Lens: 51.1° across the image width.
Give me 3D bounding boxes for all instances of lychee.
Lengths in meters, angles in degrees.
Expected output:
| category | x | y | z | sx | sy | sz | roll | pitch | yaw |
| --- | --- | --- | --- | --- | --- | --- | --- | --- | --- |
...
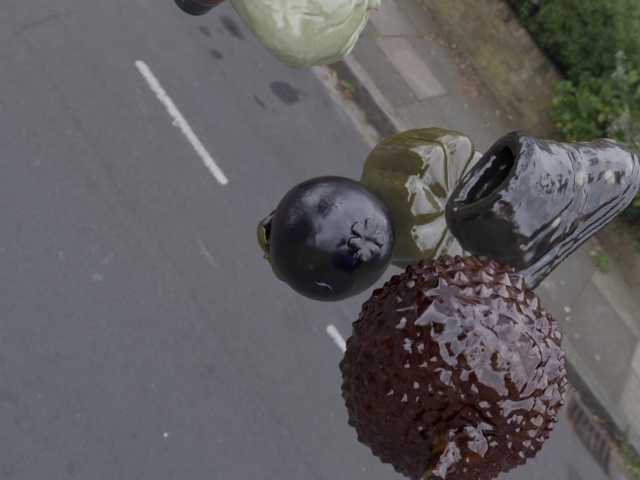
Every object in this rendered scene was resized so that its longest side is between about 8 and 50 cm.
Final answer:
| category | x | y | z | sx | sy | sz | roll | pitch | yaw |
| --- | --- | --- | --- | --- | --- | --- | --- | --- | --- |
| lychee | 0.151 | 0.156 | 0.775 | 0.264 | 0.264 | 0.300 | 40 | 39 | -17 |

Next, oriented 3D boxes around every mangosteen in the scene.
| category | x | y | z | sx | sy | sz | roll | pitch | yaw |
| --- | --- | --- | --- | --- | --- | --- | --- | --- | --- |
| mangosteen | 0.000 | 0.000 | 1.002 | 0.194 | 0.230 | 0.194 | 5 | 82 | -38 |

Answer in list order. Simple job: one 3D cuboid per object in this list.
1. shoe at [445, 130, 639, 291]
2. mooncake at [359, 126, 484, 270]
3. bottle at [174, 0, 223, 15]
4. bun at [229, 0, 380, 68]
| category | x | y | z | sx | sy | sz | roll | pitch | yaw |
| --- | --- | --- | --- | --- | --- | --- | --- | --- | --- |
| shoe | 0.396 | -0.097 | 1.196 | 0.237 | 0.384 | 0.171 | 56 | -12 | -27 |
| mooncake | 0.282 | -0.097 | 1.692 | 0.378 | 0.201 | 0.378 | -8 | 105 | -33 |
| bottle | -0.215 | -0.571 | 1.346 | 0.144 | 0.336 | 0.144 | 5 | 79 | -27 |
| bun | -0.024 | -0.296 | 0.721 | 0.229 | 0.145 | 0.229 | 55 | 17 | -26 |
